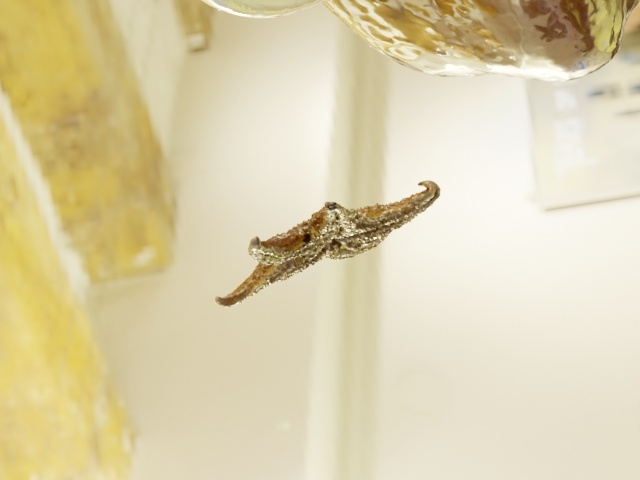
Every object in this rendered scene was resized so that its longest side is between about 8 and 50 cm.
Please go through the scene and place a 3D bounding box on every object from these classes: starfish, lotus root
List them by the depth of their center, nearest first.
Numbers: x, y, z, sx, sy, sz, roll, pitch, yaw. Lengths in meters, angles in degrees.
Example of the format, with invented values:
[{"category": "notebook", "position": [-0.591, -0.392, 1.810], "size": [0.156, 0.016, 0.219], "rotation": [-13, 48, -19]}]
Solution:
[{"category": "lotus root", "position": [0.109, -0.255, 1.343], "size": [0.250, 0.316, 0.316], "rotation": [58, -158, -31]}, {"category": "starfish", "position": [-0.001, -0.001, 1.819], "size": [0.043, 0.240, 0.227], "rotation": [62, -167, 17]}]

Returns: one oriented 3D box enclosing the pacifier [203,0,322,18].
[{"category": "pacifier", "position": [0.022, -0.241, 0.853], "size": [0.273, 0.220, 0.332], "rotation": [-109, 13, -47]}]
